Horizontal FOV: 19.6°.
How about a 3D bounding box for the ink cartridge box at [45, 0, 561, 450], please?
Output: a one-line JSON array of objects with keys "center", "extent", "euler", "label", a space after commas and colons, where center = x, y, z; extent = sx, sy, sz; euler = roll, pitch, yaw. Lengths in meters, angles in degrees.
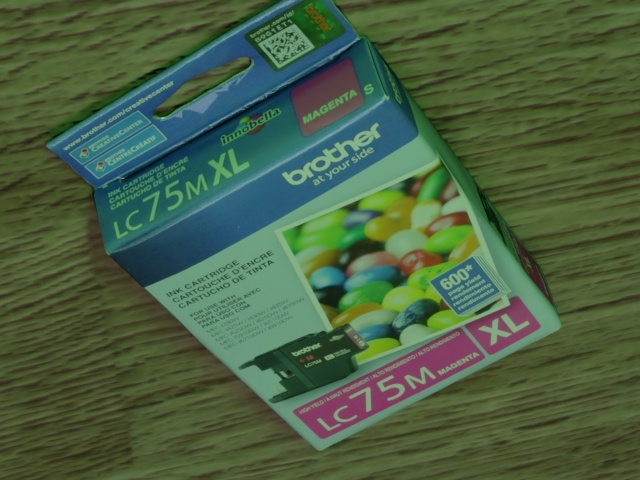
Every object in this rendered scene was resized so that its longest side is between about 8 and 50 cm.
[{"center": [0.000, 0.000, 1.092], "extent": [0.185, 0.065, 0.311], "euler": [-28, 136, 12], "label": "ink cartridge box"}]
